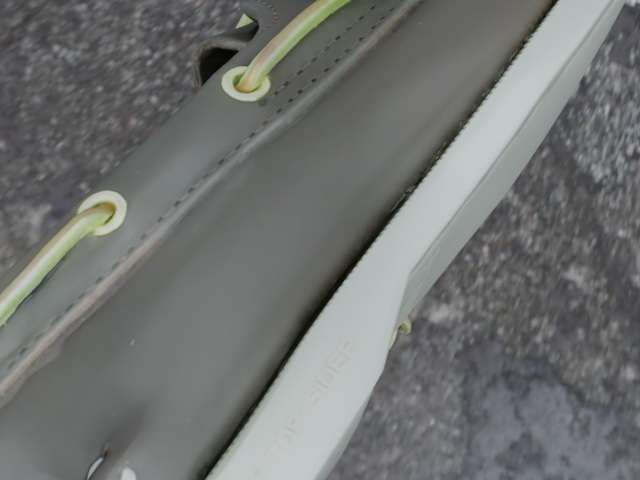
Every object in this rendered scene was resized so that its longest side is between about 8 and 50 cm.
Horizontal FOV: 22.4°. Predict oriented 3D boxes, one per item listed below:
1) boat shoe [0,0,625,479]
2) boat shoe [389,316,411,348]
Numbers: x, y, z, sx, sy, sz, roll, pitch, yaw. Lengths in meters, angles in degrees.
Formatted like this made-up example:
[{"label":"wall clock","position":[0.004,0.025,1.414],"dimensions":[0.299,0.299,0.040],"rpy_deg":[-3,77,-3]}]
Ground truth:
[{"label":"boat shoe","position":[0.003,-0.025,0.420],"dimensions":[0.091,0.305,0.109],"rpy_deg":[32,147,6]},{"label":"boat shoe","position":[0.000,0.000,0.767],"dimensions":[0.097,0.324,0.116],"rpy_deg":[8,138,0]}]
